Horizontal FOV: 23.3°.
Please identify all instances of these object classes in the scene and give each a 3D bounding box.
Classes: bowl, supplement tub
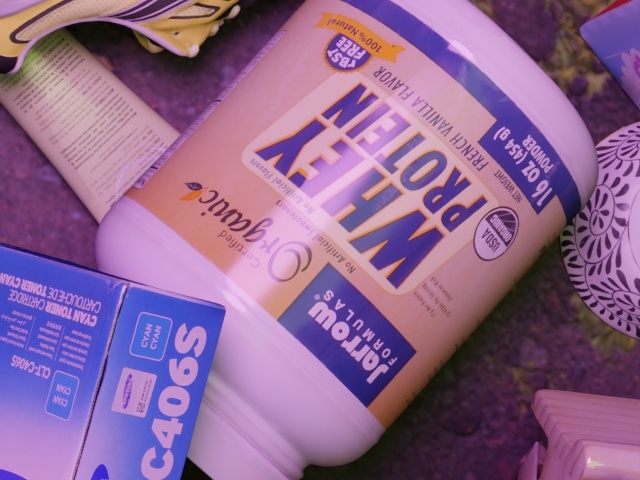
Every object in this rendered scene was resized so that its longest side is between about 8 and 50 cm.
[{"bbox_3d":[0.266,-0.008,1.121,0.170,0.080,0.170,0,90,-10],"label":"bowl"},{"bbox_3d":[0.000,0.000,1.004,0.228,0.228,0.316,43,83,-6],"label":"supplement tub"}]

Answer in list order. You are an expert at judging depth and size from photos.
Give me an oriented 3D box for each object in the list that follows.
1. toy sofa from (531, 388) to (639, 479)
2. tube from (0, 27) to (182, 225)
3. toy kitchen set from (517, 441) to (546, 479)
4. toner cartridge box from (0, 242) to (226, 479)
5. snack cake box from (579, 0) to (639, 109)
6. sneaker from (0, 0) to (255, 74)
[{"bbox_3d":[0.190,0.293,1.006,0.150,0.177,0.363,8,107,-11],"label":"toy sofa"},{"bbox_3d":[-0.186,-0.106,1.065,0.240,0.062,0.070,46,124,-9],"label":"tube"},{"bbox_3d":[0.178,0.192,1.114,0.075,0.083,0.068,19,45,-9],"label":"toy kitchen set"},{"bbox_3d":[-0.212,0.080,0.920,0.075,0.347,0.165,17,86,-45],"label":"toner cartridge box"},{"bbox_3d":[0.294,-0.170,1.034,0.152,0.264,0.089,-39,95,-7],"label":"snack cake box"},{"bbox_3d":[-0.077,-0.207,1.044,0.384,0.145,0.147,-10,114,-20],"label":"sneaker"}]
